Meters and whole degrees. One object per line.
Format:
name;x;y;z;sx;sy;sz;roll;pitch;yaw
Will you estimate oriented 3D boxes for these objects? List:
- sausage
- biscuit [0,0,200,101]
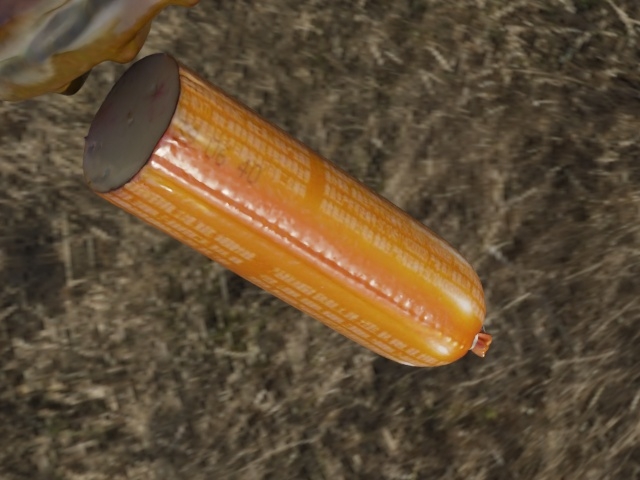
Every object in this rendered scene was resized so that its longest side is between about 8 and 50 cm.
sausage;0.000;0.000;0.945;0.093;0.312;0.093;-31;43;34
biscuit;-0.116;-0.231;0.888;0.366;0.115;0.268;-53;31;7
